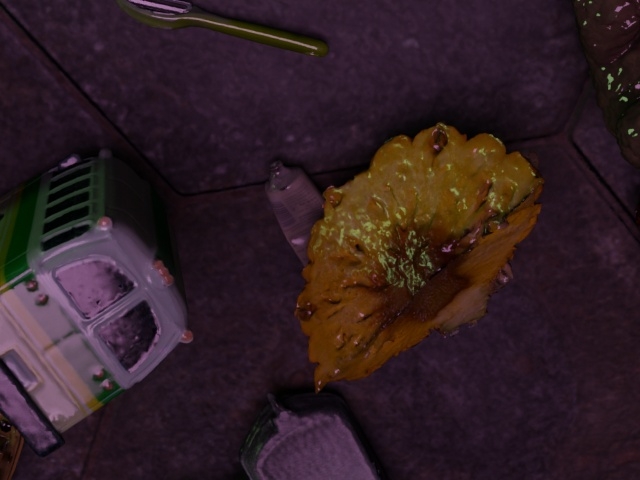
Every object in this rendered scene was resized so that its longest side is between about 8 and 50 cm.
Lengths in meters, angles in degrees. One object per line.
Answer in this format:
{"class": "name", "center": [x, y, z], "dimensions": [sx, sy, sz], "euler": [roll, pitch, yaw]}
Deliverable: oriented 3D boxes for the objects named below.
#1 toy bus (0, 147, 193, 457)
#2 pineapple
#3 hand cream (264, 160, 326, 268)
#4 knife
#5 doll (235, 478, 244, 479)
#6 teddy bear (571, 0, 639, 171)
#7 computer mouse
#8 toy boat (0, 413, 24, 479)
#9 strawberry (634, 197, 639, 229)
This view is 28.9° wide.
{"class": "toy bus", "center": [-0.189, 0.028, 0.956], "dimensions": [0.164, 0.276, 0.134], "euler": [-32, 110, 2]}
{"class": "pineapple", "center": [0.088, -0.001, 1.040], "dimensions": [0.250, 0.164, 0.140], "euler": [-50, 60, 24]}
{"class": "hand cream", "center": [0.000, 0.000, 1.072], "dimensions": [0.057, 0.037, 0.165], "euler": [-25, 118, 11]}
{"class": "knife", "center": [-0.083, -0.172, 1.000], "dimensions": [0.184, 0.022, 0.026], "euler": [13, 88, -3]}
{"class": "doll", "center": [-0.178, 0.324, 1.167], "dimensions": [0.293, 0.119, 0.138], "euler": [-32, 66, 14]}
{"class": "teddy bear", "center": [0.299, -0.143, 0.948], "dimensions": [0.190, 0.140, 0.177], "euler": [-24, 67, 11]}
{"class": "computer mouse", "center": [0.006, 0.231, 1.148], "dimensions": [0.113, 0.068, 0.229], "euler": [-30, 98, -6]}
{"class": "toy boat", "center": [-0.318, 0.215, 1.146], "dimensions": [0.064, 0.072, 0.206], "euler": [22, 113, -10]}
{"class": "strawberry", "center": [0.337, -0.015, 1.003], "dimensions": [0.146, 0.082, 0.187], "euler": [2, 134, -8]}
